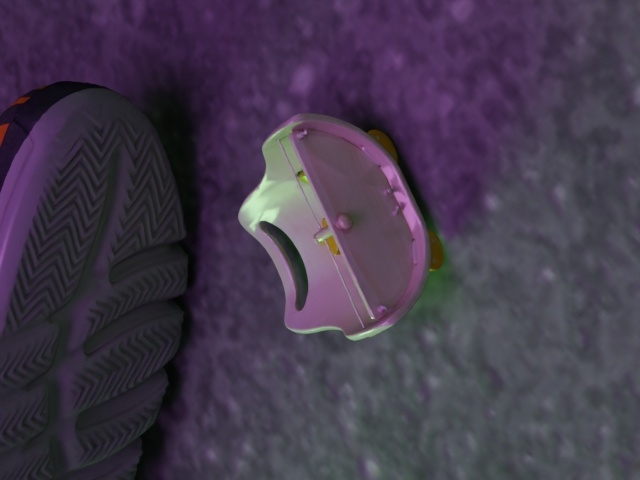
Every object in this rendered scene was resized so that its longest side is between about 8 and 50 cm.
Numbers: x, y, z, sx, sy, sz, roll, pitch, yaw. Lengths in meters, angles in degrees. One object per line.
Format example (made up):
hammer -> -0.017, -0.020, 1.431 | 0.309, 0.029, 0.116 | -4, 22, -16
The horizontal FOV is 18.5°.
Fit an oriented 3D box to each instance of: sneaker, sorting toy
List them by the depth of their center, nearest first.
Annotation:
sorting toy -> 0.000, 0.000, 0.739 | 0.075, 0.045, 0.083 | -30, 83, 47
sneaker -> -0.167, 0.066, 0.833 | 0.180, 0.124, 0.321 | 26, 117, 30
